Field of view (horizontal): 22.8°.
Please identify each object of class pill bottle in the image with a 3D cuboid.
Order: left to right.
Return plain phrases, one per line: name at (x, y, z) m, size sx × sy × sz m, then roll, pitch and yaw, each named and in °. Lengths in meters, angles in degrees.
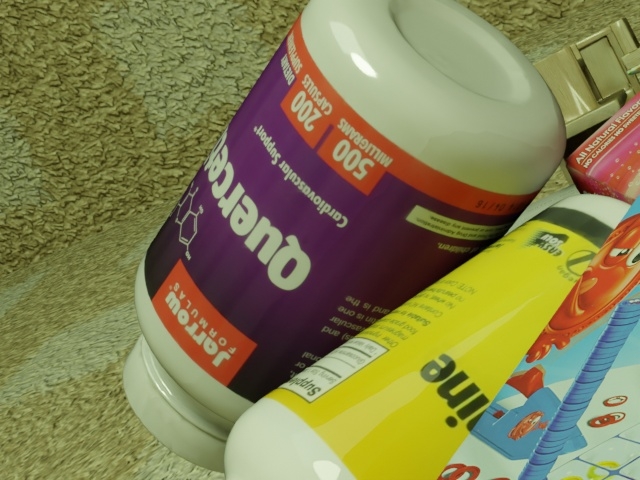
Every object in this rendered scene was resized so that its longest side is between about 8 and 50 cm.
pill bottle at (0.000, 0.000, 1.016) m, size 0.323 × 0.181 × 0.181 m, roll -54°, pitch -1°, yaw 28°
pill bottle at (0.070, 0.132, 0.885) m, size 0.334 × 0.188 × 0.188 m, roll -33°, pitch 13°, yaw -17°

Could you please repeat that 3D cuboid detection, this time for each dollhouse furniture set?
dollhouse furniture set at (0.235, -0.087, 1.346) m, size 0.212 × 0.161 × 0.242 m, roll -27°, pitch 2°, yaw 16°

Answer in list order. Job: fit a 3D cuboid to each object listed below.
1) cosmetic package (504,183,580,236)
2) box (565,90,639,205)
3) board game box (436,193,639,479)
cosmetic package at (0.219, 0.032, 1.162) m, size 0.377 × 0.097 × 0.284 m, roll -25°, pitch 12°, yaw 14°
box at (0.292, -0.069, 0.952) m, size 0.257 × 0.123 × 0.128 m, roll -42°, pitch 36°, yaw -8°
board game box at (0.214, 0.060, 0.657) m, size 0.302 × 0.086 × 0.308 m, roll -51°, pitch 22°, yaw -26°
